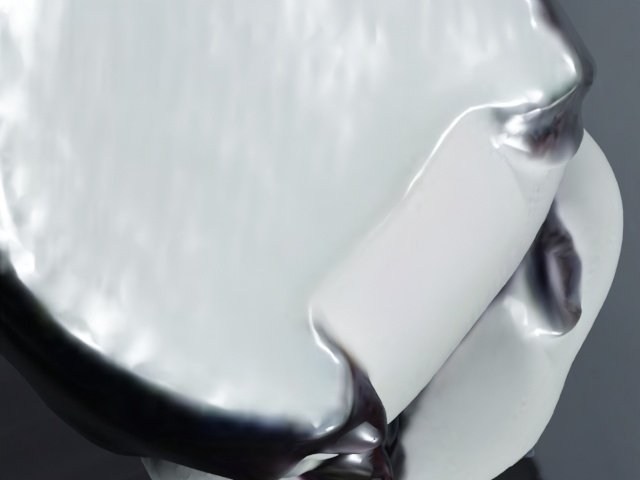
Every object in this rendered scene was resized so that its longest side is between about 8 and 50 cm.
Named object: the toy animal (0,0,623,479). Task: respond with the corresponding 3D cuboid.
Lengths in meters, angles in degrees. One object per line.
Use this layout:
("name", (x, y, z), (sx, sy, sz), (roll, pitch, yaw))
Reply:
("toy animal", (0.000, 0.000, 0.556), (0.251, 0.250, 0.310), (60, 176, 22))
